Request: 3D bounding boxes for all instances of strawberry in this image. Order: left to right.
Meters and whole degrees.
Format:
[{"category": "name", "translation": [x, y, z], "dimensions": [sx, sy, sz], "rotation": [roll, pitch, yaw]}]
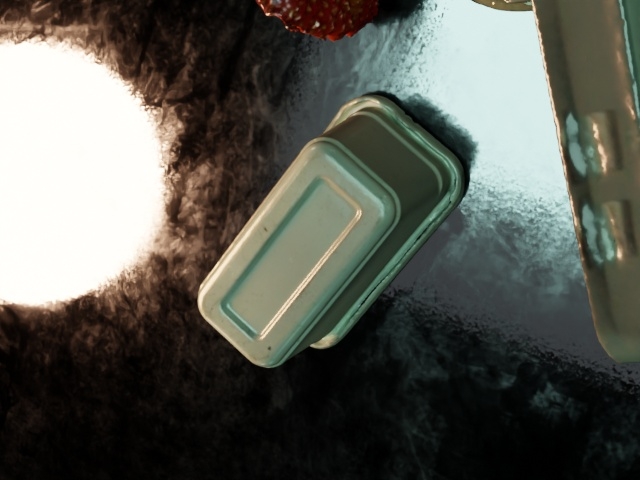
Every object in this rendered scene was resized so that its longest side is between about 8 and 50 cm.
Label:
[{"category": "strawberry", "translation": [-0.016, -0.294, 1.203], "dimensions": [0.174, 0.228, 0.098], "rotation": [43, 115, 6]}]

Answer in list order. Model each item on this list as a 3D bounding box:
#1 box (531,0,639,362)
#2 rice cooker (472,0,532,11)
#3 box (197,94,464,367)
[{"category": "box", "translation": [0.345, -0.125, 1.011], "dimensions": [0.111, 0.396, 0.396], "rotation": [-2, 104, 46]}, {"category": "rice cooker", "translation": [0.188, -0.369, 1.071], "dimensions": [0.264, 0.316, 0.316], "rotation": [-11, 100, 20]}, {"category": "box", "translation": [0.000, 0.000, 1.306], "dimensions": [0.175, 0.182, 0.312], "rotation": [42, 115, 7]}]
